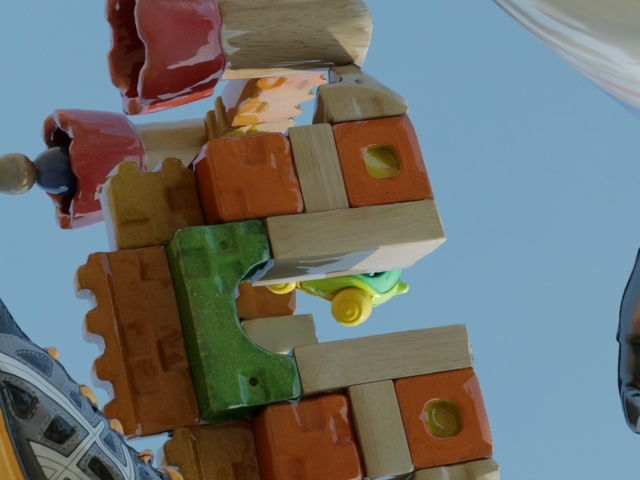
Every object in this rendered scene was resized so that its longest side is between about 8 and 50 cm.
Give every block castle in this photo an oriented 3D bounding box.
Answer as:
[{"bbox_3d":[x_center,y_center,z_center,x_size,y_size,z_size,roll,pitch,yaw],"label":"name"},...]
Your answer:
[{"bbox_3d":[-0.064,0.084,1.217,0.303,0.213,0.453,134,-53,-63],"label":"block castle"}]

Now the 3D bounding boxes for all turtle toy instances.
[{"bbox_3d":[0.000,0.000,1.265,0.130,0.095,0.066,26,-74,6],"label":"turtle toy"}]

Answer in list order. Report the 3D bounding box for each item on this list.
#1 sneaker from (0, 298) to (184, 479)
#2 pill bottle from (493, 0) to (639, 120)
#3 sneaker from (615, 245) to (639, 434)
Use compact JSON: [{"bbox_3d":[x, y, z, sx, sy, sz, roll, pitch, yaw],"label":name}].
[{"bbox_3d":[-0.085,0.087,0.623,0.084,0.083,0.215,-41,-108,47],"label":"sneaker"},{"bbox_3d":[0.099,-0.092,0.390,0.152,0.272,0.152,-3,-97,22],"label":"pill bottle"},{"bbox_3d":[0.204,0.059,0.583,0.286,0.109,0.130,27,-102,-13],"label":"sneaker"}]
